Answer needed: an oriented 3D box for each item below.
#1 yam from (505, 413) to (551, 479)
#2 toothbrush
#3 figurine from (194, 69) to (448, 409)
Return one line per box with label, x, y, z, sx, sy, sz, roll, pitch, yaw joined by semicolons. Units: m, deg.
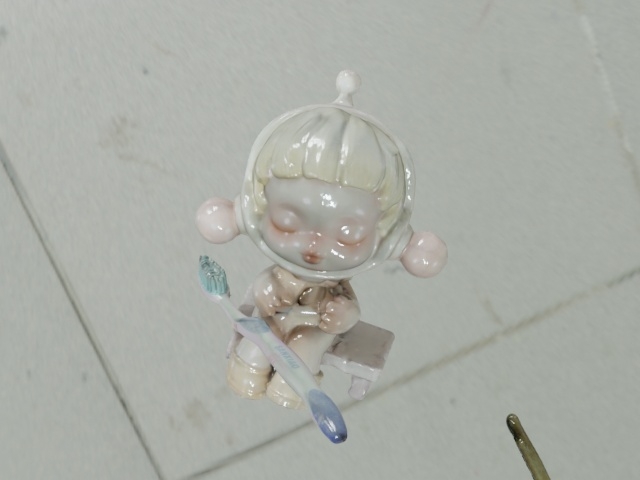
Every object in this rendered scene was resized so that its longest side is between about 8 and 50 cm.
yam;0.175;0.183;1.262;0.014;0.014;0.107;-30;115;-2
toothbrush;-0.040;0.073;1.103;0.021;0.269;0.027;-22;121;-15
figurine;0.008;-0.002;1.226;0.182;0.144;0.257;27;118;24
